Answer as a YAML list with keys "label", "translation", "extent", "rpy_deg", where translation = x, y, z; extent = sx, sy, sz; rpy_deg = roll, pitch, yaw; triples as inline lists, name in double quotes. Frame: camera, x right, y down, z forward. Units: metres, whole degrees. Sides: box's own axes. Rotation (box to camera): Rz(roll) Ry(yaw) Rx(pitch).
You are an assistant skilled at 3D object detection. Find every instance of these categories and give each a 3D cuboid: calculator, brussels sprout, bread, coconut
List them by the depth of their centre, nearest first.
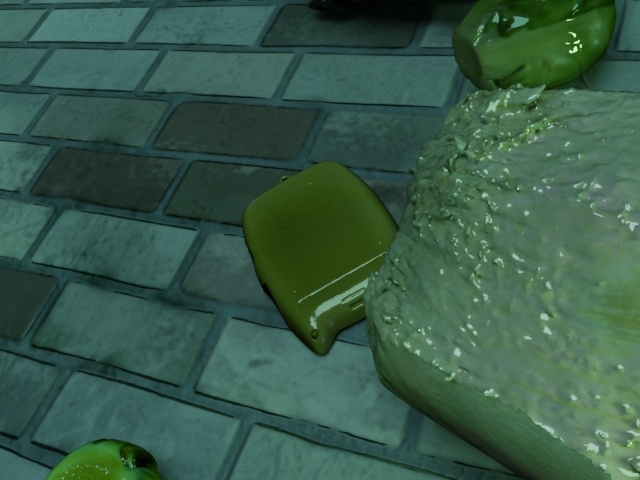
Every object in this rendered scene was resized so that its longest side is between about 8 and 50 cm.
- label: "coconut"
  translation: [0.214, 0.041, 0.500]
  extent: [0.310, 0.297, 0.297]
  rpy_deg: [21, 65, 36]
- label: "bread"
  translation: [-0.199, 0.246, 0.647]
  extent: [0.130, 0.071, 0.139]
  rpy_deg: [-5, 55, 22]
- label: "calculator"
  translation: [0.000, 0.000, 0.777]
  extent: [0.157, 0.033, 0.236]
  rpy_deg: [-31, 48, -1]
- label: "brussels sprout"
  translation: [0.238, -0.237, 0.794]
  extent: [0.145, 0.131, 0.183]
  rpy_deg: [21, 60, 38]

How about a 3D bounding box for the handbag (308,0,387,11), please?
- label: "handbag"
  translation: [0.092, -0.437, 0.926]
  extent: [0.341, 0.247, 0.240]
  rpy_deg: [11, 57, 42]
